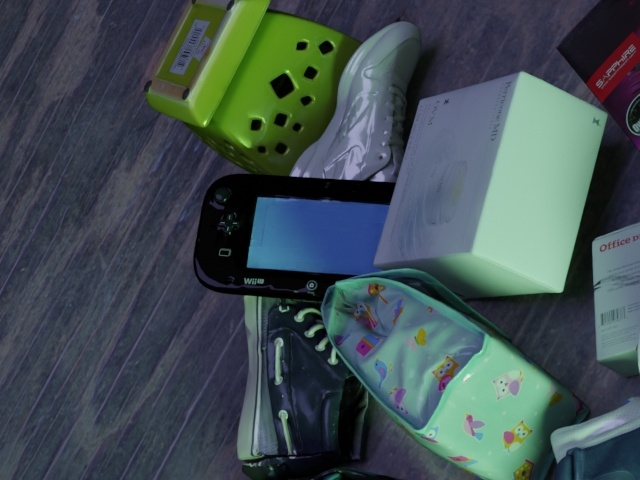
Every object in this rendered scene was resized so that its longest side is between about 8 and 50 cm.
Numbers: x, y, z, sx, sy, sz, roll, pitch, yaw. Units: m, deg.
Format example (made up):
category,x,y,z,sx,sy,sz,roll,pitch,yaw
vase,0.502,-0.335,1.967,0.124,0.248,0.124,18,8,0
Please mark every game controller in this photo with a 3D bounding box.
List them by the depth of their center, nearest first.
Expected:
category,x,y,z,sx,sy,sz,roll,pitch,yaw
game controller,0.000,0.000,2.185,0.319,0.067,0.167,3,58,11

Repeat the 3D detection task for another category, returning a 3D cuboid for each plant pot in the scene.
category,x,y,z,sx,sy,sz,roll,pitch,yaw
plant pot,-0.101,-0.226,2.390,0.227,0.207,0.228,25,88,60

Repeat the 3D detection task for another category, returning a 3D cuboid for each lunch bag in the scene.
category,x,y,z,sx,sy,sz,roll,pitch,yaw
lunch bag,0.138,0.148,1.955,0.160,0.223,0.262,-55,39,-1

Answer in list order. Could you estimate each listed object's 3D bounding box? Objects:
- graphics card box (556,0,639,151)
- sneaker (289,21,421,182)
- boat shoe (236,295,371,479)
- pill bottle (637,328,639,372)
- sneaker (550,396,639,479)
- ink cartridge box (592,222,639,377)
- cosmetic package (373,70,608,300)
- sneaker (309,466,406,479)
category,x,y,z,sx,sy,sz,roll,pitch,yaw
graphics card box,0.441,-0.183,1.926,0.233,0.094,0.371,-46,44,18
sneaker,0.077,-0.140,2.288,0.152,0.114,0.305,26,89,32
boat shoe,-0.007,0.139,2.202,0.158,0.127,0.341,-10,69,34
pill bottle,0.474,0.110,1.666,0.318,0.176,0.176,0,69,46
sneaker,0.283,0.313,1.805,0.323,0.130,0.236,-52,31,19
ink cartridge box,0.361,0.061,1.895,0.109,0.063,0.151,-21,54,38
cosmetic package,0.197,-0.058,2.031,0.224,0.138,0.224,-9,62,60
sneaker,0.005,0.322,2.071,0.302,0.121,0.108,-14,59,41
